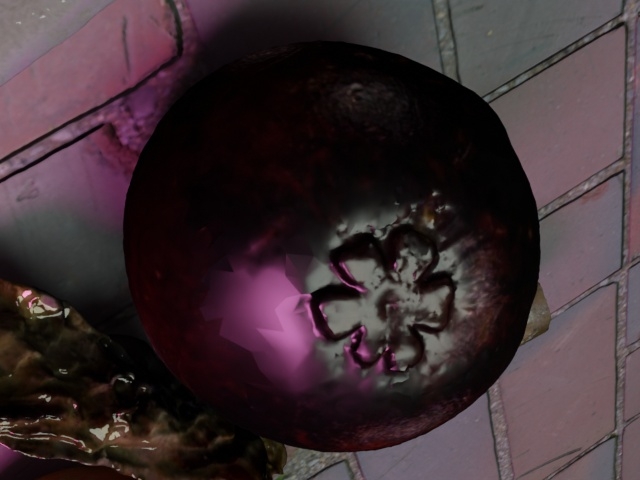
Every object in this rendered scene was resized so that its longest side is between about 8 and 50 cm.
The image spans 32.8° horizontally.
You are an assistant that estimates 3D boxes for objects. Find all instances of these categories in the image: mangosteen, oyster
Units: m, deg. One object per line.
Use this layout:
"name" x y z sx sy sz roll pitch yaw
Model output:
"mangosteen" 0.010 -0.002 0.781 0.297 0.293 0.297 2 112 4
"oyster" -0.165 0.104 0.823 0.361 0.221 0.096 27 86 -31

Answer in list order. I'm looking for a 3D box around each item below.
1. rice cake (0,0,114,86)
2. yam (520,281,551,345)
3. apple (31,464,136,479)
"rice cake" -0.141 -0.196 0.633 0.237 0.043 0.127 -41 143 2
"yam" 0.120 0.086 1.075 0.194 0.107 0.107 -26 140 -16
"apple" -0.181 0.339 0.913 0.319 0.319 0.277 -43 145 3
